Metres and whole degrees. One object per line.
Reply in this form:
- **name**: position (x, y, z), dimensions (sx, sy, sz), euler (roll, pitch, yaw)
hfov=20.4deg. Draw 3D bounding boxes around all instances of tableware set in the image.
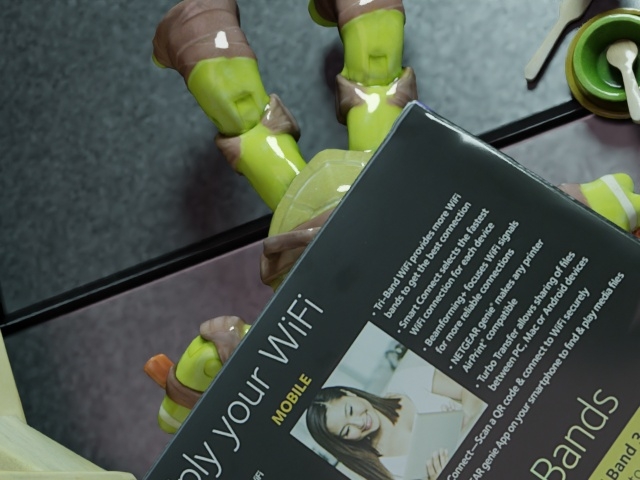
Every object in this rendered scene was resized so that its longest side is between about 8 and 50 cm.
- **tableware set**: position (0.164, -0.082, 0.709), dimensions (0.154, 0.024, 0.104), euler (29, 86, 23)

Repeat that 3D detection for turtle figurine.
- **turtle figurine**: position (0.000, 0.000, 0.707), dimensions (0.269, 0.087, 0.217), euler (-24, 70, 11)

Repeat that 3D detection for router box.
- **router box**: position (0.041, 0.154, 0.484), dimensions (0.243, 0.081, 0.309), euler (35, 89, 23)

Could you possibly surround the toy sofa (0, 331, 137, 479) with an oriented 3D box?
- **toy sofa**: position (-0.225, -0.018, 0.727), dimensions (0.177, 0.150, 0.363), euler (-29, 68, 27)
